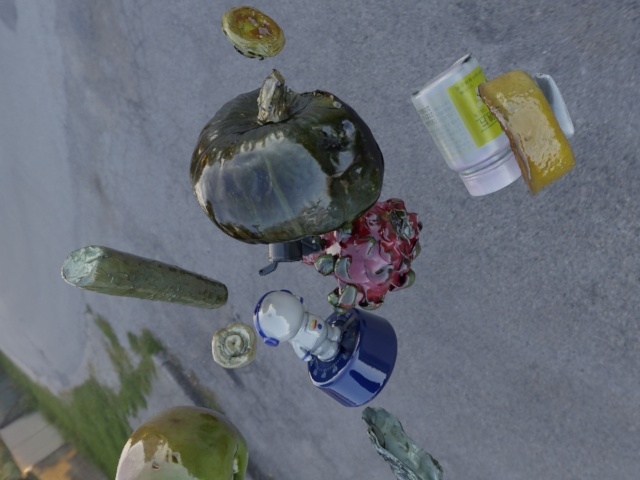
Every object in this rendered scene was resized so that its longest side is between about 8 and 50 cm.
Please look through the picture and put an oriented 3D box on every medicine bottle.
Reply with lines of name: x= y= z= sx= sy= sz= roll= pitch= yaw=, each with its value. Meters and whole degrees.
medicine bottle: x=0.452 y=-0.341 z=1.319 sx=0.213 sy=0.213 sz=0.379 roll=-18 pitch=111 yaw=49

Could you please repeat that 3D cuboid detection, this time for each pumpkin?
pumpkin: x=-0.085 y=-0.120 z=0.657 sx=0.325 sy=0.232 sz=0.242 roll=25 pitch=141 yaw=46

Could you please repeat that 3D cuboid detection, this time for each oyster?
oyster: x=0.189 y=0.488 z=0.988 sx=0.252 sy=0.199 sz=0.087 roll=40 pitch=102 yaw=15

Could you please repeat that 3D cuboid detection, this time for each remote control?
remote control: x=0.673 y=-0.383 z=1.253 sx=0.044 sy=0.073 sz=0.229 roll=-37 pitch=120 yaw=10

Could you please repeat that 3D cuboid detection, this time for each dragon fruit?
dragon fruit: x=0.096 y=0.043 z=0.849 sx=0.198 sy=0.218 sz=0.273 roll=29 pitch=132 yaw=54

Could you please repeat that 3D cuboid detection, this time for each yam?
yam: x=-0.292 y=0.078 z=0.792 sx=0.083 sy=0.083 sz=0.371 roll=35 pitch=178 yaw=23

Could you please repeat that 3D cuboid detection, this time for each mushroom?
mushroom: x=-0.265 y=0.325 z=1.339 sx=0.148 sy=0.148 sz=0.112 roll=43 pitch=163 yaw=14

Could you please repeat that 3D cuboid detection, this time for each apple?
apple: x=-0.345 y=0.601 z=1.143 sx=0.304 sy=0.338 sz=0.339 roll=-13 pitch=110 yaw=15

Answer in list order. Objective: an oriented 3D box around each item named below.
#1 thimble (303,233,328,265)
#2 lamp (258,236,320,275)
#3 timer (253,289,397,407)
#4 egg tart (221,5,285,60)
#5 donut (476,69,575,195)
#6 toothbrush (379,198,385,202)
thimble: x=0.002 y=-0.005 z=1.518 sx=0.124 sy=0.163 sz=0.190 roll=1 pitch=76 yaw=25
lamp: x=-0.088 y=-0.022 z=1.189 sx=0.147 sy=0.171 sz=0.228 roll=117 pitch=149 yaw=-85
timer: x=-0.012 y=0.258 z=1.176 sx=0.383 sy=0.270 sz=0.270 roll=33 pitch=146 yaw=-22
egg tart: x=-0.246 y=-0.745 z=1.575 sx=0.241 sy=0.241 sz=0.106 roll=50 pitch=143 yaw=6
donut: x=0.450 y=-0.242 z=0.939 sx=0.108 sy=0.277 sz=0.278 roll=-28 pitch=95 yaw=29
toothbrush: x=0.309 y=-0.191 z=2.230 sx=0.017 sy=0.162 sz=0.014 roll=40 pitch=120 yaw=13
